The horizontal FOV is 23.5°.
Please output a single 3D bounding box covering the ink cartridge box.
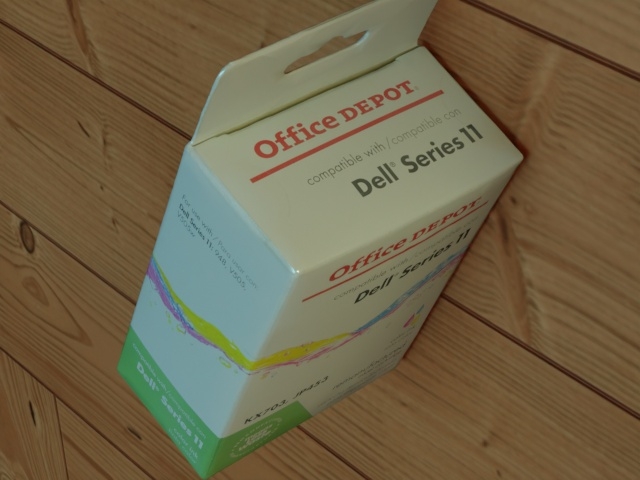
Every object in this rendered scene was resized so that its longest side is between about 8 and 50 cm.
[{"bbox_3d":[0.000,0.000,1.053,0.119,0.207,0.353,50,147,19],"label":"ink cartridge box"}]
